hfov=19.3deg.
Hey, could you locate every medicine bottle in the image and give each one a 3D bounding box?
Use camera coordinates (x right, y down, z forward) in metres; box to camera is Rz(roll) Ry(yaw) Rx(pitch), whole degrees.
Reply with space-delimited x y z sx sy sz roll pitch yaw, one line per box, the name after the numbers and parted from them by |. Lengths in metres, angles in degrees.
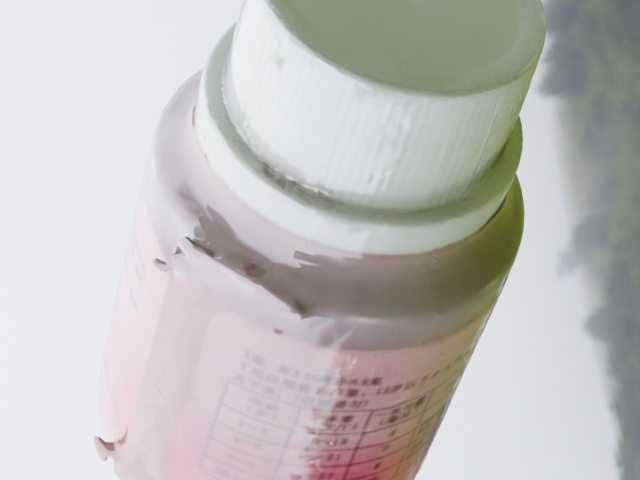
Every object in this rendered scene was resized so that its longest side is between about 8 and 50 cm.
0.000 0.000 0.701 0.247 0.147 0.147 110 170 -45 | medicine bottle
